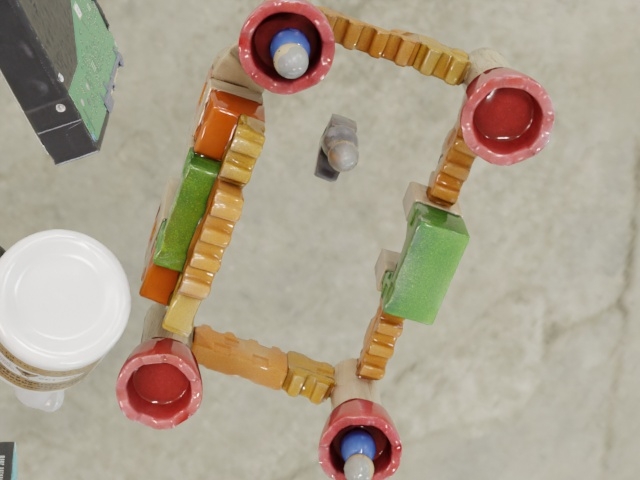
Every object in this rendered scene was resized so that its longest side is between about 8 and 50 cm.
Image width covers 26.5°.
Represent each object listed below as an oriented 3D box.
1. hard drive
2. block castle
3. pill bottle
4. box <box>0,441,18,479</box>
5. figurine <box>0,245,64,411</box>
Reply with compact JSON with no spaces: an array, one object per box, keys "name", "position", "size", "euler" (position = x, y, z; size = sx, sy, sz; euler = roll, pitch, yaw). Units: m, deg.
[{"name":"hard drive","position":[-0.322,-0.279,1.470],"size":[0.064,0.237,0.339],"euler":[-18,123,12]},{"name":"block castle","position":[0.000,0.000,1.303],"size":[0.303,0.213,0.453],"euler":[18,112,-10]},{"name":"pill bottle","position":[-0.268,0.080,1.330],"size":[0.131,0.229,0.131],"euler":[5,73,-17]},{"name":"box","position":[-0.483,0.294,1.597],"size":[0.244,0.100,0.060],"euler":[0,124,-9]},{"name":"figurine","position":[-0.426,0.111,1.914],"size":[0.092,0.215,0.209],"euler":[-41,158,-42]}]
